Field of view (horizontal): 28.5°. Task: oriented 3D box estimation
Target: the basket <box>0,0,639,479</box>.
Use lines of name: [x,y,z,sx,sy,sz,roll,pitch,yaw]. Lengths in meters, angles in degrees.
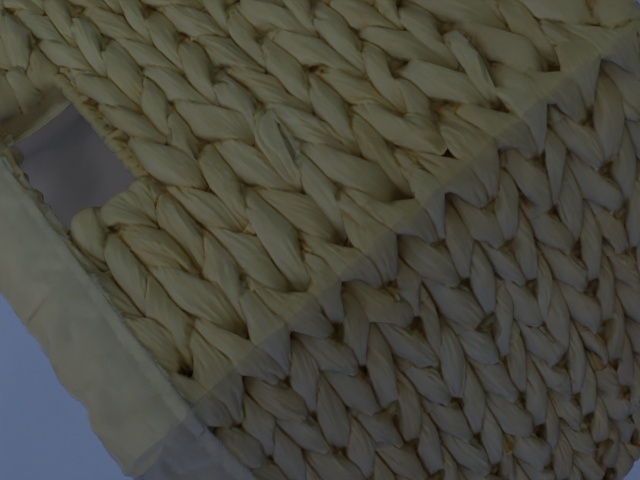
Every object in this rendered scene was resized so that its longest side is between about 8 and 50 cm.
basket: [0.000,0.000,0.661,0.266,0.331,0.328,-39,-131,-6]
